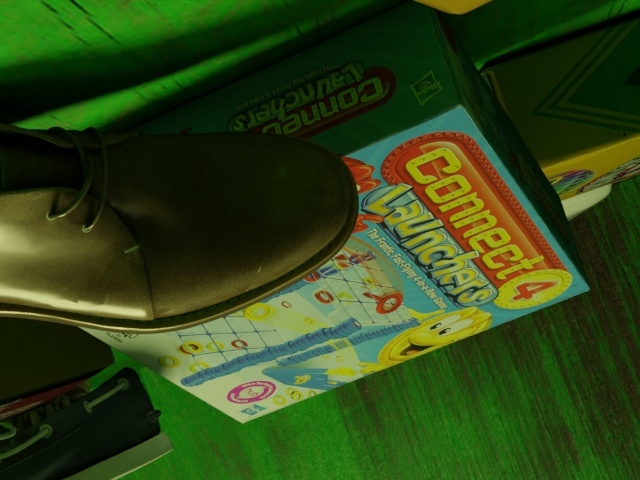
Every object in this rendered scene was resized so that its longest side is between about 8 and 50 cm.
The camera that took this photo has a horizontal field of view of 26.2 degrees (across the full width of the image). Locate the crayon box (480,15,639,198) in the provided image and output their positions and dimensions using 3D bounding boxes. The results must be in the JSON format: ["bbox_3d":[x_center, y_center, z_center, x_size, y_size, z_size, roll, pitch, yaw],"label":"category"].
[{"bbox_3d":[0.264,-0.112,1.286,0.313,0.106,0.363,-20,174,-10],"label":"crayon box"}]

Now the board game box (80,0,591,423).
[{"bbox_3d":[0.000,0.000,0.957,0.302,0.086,0.308,-23,150,16],"label":"board game box"}]

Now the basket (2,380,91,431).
[{"bbox_3d":[-0.272,0.215,1.221,0.223,0.299,0.213,-24,137,-3],"label":"basket"}]

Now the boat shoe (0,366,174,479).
[{"bbox_3d":[-0.216,0.152,0.920,0.254,0.079,0.095,-19,171,-34],"label":"boat shoe"}]

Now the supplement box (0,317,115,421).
[{"bbox_3d":[-0.285,0.077,1.006,0.191,0.129,0.194,-17,172,-31],"label":"supplement box"}]

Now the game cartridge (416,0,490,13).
[{"bbox_3d":[0.108,-0.174,0.497,0.285,0.052,0.324,-24,174,24],"label":"game cartridge"}]

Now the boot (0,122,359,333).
[{"bbox_3d":[-0.123,-0.016,0.729,0.305,0.112,0.115,-6,159,-10],"label":"boot"}]

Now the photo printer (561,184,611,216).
[{"bbox_3d":[0.220,-0.045,1.723,0.256,0.107,0.307,-20,174,-6],"label":"photo printer"}]
